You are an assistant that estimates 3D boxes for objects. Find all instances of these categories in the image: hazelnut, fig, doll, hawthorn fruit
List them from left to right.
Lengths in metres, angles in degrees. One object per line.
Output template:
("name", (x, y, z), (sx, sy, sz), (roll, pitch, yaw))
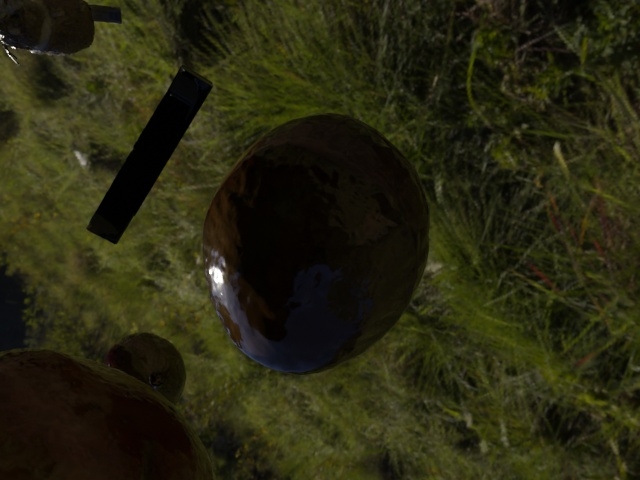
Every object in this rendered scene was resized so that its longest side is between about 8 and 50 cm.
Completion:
("doll", (-0.457, -0.380, 1.138), (0.105, 0.114, 0.221), (24, -145, 31))
("hawthorn fruit", (-0.307, 0.337, 0.785), (0.403, 0.402, 0.403), (17, -173, -2))
("fig", (-0.314, 0.254, 1.202), (0.146, 0.170, 0.274), (0, 173, -23))
("hazelnut", (0.000, 0.000, 1.065), (0.353, 0.420, 0.421), (-1, -176, 10))

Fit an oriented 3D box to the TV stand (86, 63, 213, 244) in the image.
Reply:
("TV stand", (-0.230, -0.112, 0.876), (0.049, 0.256, 0.040), (31, -167, -19))
